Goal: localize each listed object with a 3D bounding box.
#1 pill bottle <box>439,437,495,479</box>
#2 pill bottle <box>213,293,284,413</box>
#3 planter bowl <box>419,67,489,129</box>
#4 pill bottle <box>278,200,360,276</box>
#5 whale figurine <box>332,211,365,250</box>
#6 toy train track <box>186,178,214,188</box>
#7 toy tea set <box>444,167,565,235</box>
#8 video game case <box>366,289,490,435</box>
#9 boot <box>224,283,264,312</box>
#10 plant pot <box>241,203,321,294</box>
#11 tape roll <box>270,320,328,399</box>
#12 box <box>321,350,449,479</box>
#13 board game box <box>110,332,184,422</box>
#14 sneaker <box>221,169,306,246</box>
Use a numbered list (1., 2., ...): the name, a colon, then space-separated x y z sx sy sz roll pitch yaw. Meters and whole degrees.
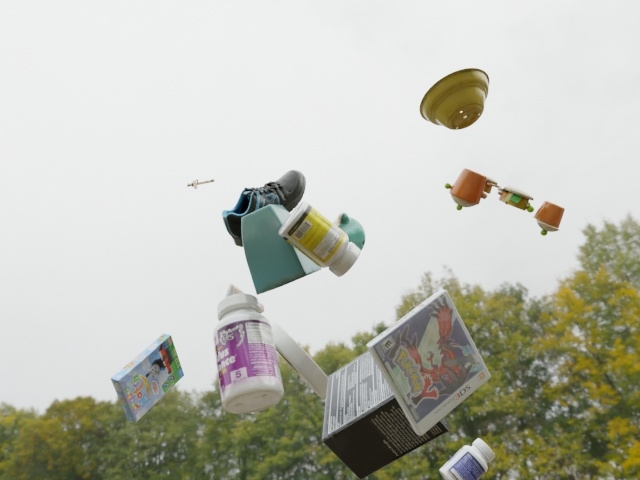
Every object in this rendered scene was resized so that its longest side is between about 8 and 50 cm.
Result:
1. pill bottle: 0.531 0.806 1.820 0.187 0.112 0.112 -38 -30 -12
2. pill bottle: -0.209 0.306 1.409 0.169 0.301 0.169 -11 -35 -8
3. planter bowl: 0.407 -0.388 1.481 0.217 0.090 0.217 -15 -26 -8
4. pill bottle: 0.000 0.000 1.388 0.208 0.119 0.119 39 -49 -11
5. whale figurine: 0.091 0.000 2.002 0.141 0.216 0.272 16 12 18
6. toy train track: -0.362 -0.177 1.533 0.083 0.048 0.014 -13 -49 -13
7. toy tea set: 0.529 -0.102 1.485 0.200 0.336 0.124 7 -70 -46
8. video game case: 0.203 0.222 0.929 0.183 0.201 0.023 -33 11 -17
9. boot: -0.279 0.231 1.798 0.115 0.112 0.305 13 4 -20
10. plant pot: -0.135 0.018 1.533 0.166 0.234 0.165 -24 -5 16
11. tape roll: -0.095 0.502 2.128 0.072 0.392 0.392 -42 -29 -14
12. box: 0.177 0.457 1.447 0.294 0.296 0.182 -36 -76 16
13. board game box: -0.503 0.401 1.495 0.039 0.211 0.160 6 -60 29
14. sneaker: -0.177 -0.133 1.666 0.125 0.341 0.139 14 -36 44
